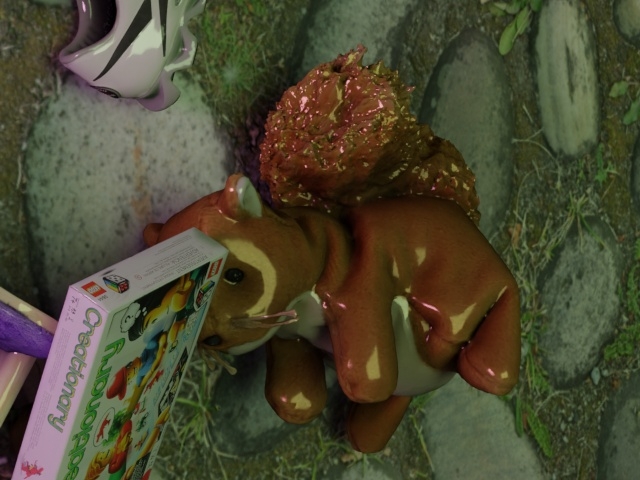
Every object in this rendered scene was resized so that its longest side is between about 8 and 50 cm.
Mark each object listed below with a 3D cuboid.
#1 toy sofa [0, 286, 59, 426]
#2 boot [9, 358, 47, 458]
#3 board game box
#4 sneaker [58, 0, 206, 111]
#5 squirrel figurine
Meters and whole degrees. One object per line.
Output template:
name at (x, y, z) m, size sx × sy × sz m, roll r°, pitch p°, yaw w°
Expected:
toy sofa at (-0.420, 0.060, 1.515) m, size 0.362 × 0.177 × 0.150 m, roll 38°, pitch 69°, yaw -34°
boot at (-0.276, 0.175, 1.724) m, size 0.087 × 0.042 × 0.118 m, roll -30°, pitch 117°, yaw -42°
board game box at (-0.203, 0.147, 1.640) m, size 0.193 × 0.053 × 0.305 m, roll -29°, pitch 145°, yaw -54°
sneaker at (-0.181, -0.309, 1.717) m, size 0.146 × 0.122 × 0.330 m, roll 16°, pitch 82°, yaw -40°
squirrel figurine at (0.000, 0.000, 1.833) m, size 0.370 × 0.281 × 0.397 m, roll 19°, pitch 66°, yaw -27°
